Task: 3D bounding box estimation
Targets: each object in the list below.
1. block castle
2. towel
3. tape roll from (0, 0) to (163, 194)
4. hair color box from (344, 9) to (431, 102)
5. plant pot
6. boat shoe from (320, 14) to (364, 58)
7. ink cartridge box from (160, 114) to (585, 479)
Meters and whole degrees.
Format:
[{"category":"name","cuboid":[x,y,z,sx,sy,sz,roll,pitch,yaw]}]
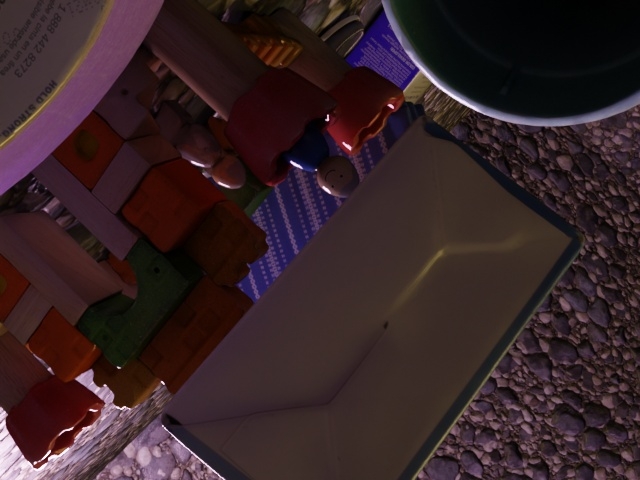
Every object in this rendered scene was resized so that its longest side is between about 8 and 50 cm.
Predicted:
[{"category":"block castle","cuboid":[-0.123,0.002,0.733,0.453,0.213,0.303,-49,174,22]},{"category":"towel","cuboid":[0.000,0.000,0.882,0.335,0.243,0.040,-18,-179,28]},{"category":"tape roll","cuboid":[-0.175,-0.102,0.282,0.275,0.090,0.275,-46,173,-7]},{"category":"hair color box","cuboid":[0.087,-0.235,1.159,0.339,0.110,0.185,-51,174,20]},{"category":"plant pot","cuboid":[0.278,-0.351,0.821,0.334,0.341,0.341,-51,179,-45]},{"category":"boat shoe","cuboid":[-0.007,-0.194,0.956,0.206,0.065,0.075,-47,174,3]},{"category":"ink cartridge box","cuboid":[0.019,0.094,0.652,0.270,0.151,0.395,-49,178,-14]}]
